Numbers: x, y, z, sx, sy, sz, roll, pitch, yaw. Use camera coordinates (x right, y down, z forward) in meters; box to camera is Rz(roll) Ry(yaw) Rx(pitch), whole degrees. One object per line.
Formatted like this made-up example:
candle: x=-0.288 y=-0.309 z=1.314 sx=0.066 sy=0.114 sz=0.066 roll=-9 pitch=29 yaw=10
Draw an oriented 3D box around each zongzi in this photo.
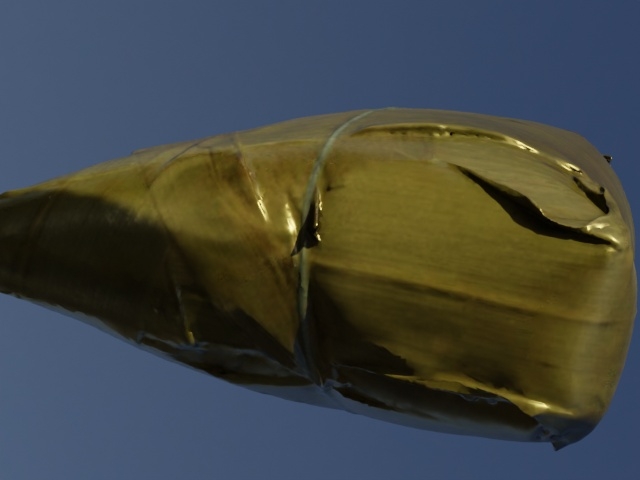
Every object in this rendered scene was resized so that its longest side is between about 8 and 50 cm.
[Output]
zongzi: x=0.000 y=0.000 z=1.028 sx=0.392 sy=0.356 sz=0.174 roll=5 pitch=-82 yaw=12
